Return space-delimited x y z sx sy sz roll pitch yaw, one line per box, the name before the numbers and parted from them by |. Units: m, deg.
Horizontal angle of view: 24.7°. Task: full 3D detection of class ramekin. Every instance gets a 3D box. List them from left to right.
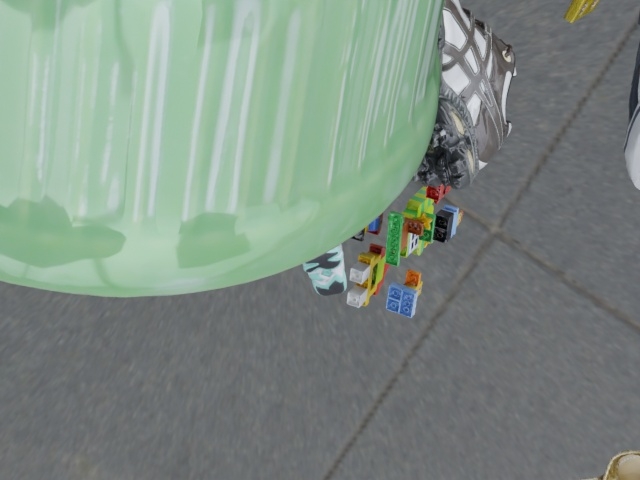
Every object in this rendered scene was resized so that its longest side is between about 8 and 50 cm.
ramekin | -0.084 -0.137 0.606 0.303 0.303 0.148 11 135 -3

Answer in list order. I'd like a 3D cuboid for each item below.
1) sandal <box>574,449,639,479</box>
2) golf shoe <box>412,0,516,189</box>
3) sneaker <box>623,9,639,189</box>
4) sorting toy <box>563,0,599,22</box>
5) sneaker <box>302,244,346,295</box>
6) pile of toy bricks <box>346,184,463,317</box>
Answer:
sandal | 0.337 0.265 1.567 0.240 0.079 0.088 -7 62 -38
golf shoe | 0.086 -0.136 1.014 0.094 0.077 0.198 -34 127 -31
sneaker | 0.357 -0.183 1.353 0.126 0.321 0.127 -1 51 -10
sorting toy | 0.259 -0.275 1.130 0.046 0.132 0.274 36 59 15
sneaker | 0.000 0.000 1.301 0.038 0.098 0.069 -7 61 0
pile of toy bricks | 0.101 -0.023 1.593 0.118 0.105 0.212 18 122 20
